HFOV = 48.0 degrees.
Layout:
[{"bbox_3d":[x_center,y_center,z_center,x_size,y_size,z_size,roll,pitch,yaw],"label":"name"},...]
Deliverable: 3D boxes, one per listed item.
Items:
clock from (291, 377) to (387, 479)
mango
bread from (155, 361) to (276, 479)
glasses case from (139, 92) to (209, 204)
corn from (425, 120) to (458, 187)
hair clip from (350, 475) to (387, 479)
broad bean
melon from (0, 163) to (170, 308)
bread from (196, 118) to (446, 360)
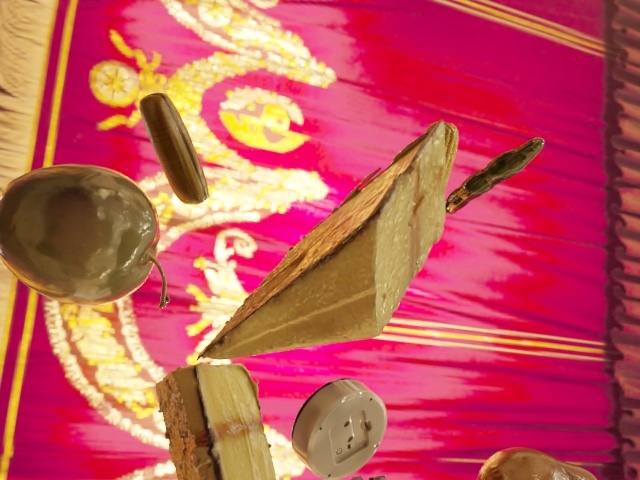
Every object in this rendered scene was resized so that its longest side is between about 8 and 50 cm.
[{"bbox_3d":[0.047,0.439,1.670,0.083,0.230,0.231,28,-72,48],"label":"clock"},{"bbox_3d":[0.281,0.379,0.964,0.136,0.166,0.236,-57,-172,24],"label":"mango"},{"bbox_3d":[-0.168,0.346,1.286,0.236,0.198,0.264,128,-54,-67],"label":"bread"},{"bbox_3d":[-0.285,-0.175,1.407,0.079,0.064,0.234,3,-57,40],"label":"glasses case"},{"bbox_3d":[0.224,-0.126,1.491,0.081,0.081,0.249,1,-108,68],"label":"corn"},{"bbox_3d":[0.141,0.549,1.356,0.137,0.278,0.090,-9,-141,31],"label":"hair clip"},{"bbox_3d":[0.295,-0.107,1.300,0.297,0.060,0.043,-39,-114,54],"label":"broad bean"},{"bbox_3d":[-0.433,-0.012,1.292,0.272,0.307,0.272,-4,90,-88],"label":"melon"},{"bbox_3d":[0.000,0.000,1.182,0.346,0.404,0.242,-63,144,-54],"label":"bread"}]
